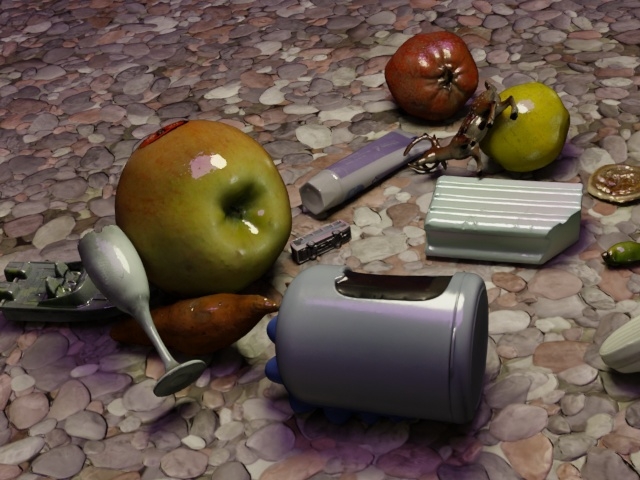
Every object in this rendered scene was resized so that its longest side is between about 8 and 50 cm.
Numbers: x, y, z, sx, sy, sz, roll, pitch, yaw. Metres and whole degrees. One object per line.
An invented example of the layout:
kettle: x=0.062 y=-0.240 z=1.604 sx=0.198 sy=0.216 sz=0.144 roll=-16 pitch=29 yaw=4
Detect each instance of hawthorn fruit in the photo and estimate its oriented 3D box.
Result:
hawthorn fruit: x=0.253 y=-0.398 z=2.272 sx=0.210 sy=0.211 sz=0.262 roll=-15 pitch=24 yaw=-9

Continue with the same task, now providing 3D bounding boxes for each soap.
soap: x=0.355 y=-0.039 z=1.856 sx=0.289 sy=0.095 sz=0.173 roll=4 pitch=38 yaw=15

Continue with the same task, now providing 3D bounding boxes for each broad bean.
broad bean: x=0.644 y=0.016 z=1.768 sx=0.256 sy=0.053 sz=0.052 roll=-5 pitch=75 yaw=5

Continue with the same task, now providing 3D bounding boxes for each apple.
apple: x=-0.216 y=-0.058 z=1.784 sx=0.338 sy=0.339 sz=0.305 roll=-24 pitch=22 yaw=-21

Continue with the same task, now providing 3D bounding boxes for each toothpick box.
toothpick box: x=0.079 y=0.170 z=1.535 sx=0.354 sy=0.263 sz=0.263 roll=4 pitch=39 yaw=17

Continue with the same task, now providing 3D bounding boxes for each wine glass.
wine glass: x=-0.384 y=0.154 z=1.617 sx=0.264 sy=0.096 sz=0.310 roll=-30 pitch=67 yaw=-13

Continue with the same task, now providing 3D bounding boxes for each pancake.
pancake: x=0.617 y=-0.118 z=1.971 sx=0.139 sy=0.022 sz=0.139 roll=-5 pitch=36 yaw=4

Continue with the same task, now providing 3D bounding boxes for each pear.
pear: x=0.434 y=-0.240 z=2.037 sx=0.198 sy=0.198 sz=0.198 roll=-5 pitch=37 yaw=4

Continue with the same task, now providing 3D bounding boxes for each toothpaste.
toothpaste: x=0.105 y=-0.167 z=2.093 sx=0.125 sy=0.080 sz=0.371 roll=23 pitch=42 yaw=35

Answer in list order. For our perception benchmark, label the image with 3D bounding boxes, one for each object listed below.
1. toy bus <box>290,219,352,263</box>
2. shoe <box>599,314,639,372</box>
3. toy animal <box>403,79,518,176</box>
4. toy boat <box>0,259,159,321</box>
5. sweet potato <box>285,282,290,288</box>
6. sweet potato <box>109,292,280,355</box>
toy bus: x=0.000 y=0.000 z=1.919 sx=0.130 sy=0.037 sz=0.052 roll=-25 pitch=38 yaw=-22
shoe: x=0.640 y=0.167 z=1.528 sx=0.363 sy=0.160 sz=0.132 roll=-23 pitch=3 yaw=11
toy animal: x=0.300 y=-0.216 z=1.994 sx=0.243 sy=0.087 sz=0.260 roll=-47 pitch=20 yaw=6
toy boat: x=-0.463 y=0.092 z=1.837 sx=0.319 sy=0.092 sz=0.141 roll=1 pitch=38 yaw=10
sweet potato: x=-0.039 y=0.103 z=1.795 sx=0.034 sy=0.034 sz=0.095 roll=-22 pitch=40 yaw=-18
sweet potato: x=-0.212 y=0.151 z=1.693 sx=0.359 sy=0.112 sz=0.112 roll=-15 pitch=30 yaw=32
